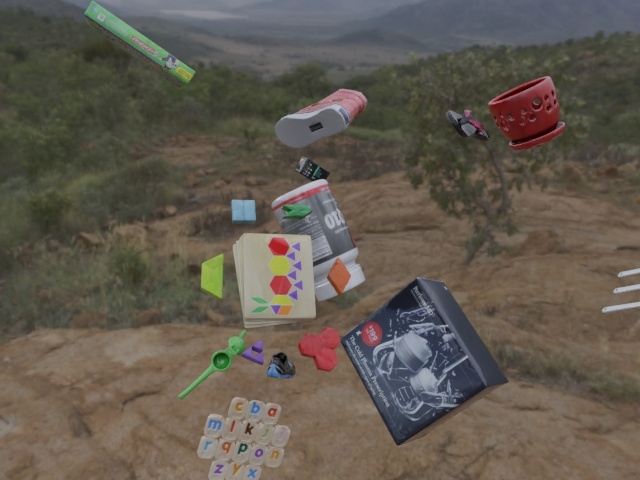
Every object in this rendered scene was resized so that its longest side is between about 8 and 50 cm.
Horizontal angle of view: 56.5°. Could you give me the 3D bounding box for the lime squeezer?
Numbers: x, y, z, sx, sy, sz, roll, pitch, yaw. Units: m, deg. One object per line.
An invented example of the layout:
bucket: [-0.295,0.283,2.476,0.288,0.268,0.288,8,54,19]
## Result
lime squeezer: [-0.275,0.321,1.660,0.109,0.059,0.310,-16,18,36]

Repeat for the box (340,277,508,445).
box: [0.280,0.332,1.667,0.179,0.312,0.343,13,41,-55]

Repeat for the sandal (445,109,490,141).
sandal: [0.317,-0.246,1.247,0.179,0.040,0.067,-2,61,-51]

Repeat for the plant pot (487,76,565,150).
plant pot: [0.618,-0.370,1.778,0.191,0.174,0.191,-23,12,5]

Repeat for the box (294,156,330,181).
box: [-0.025,-0.203,1.756,0.083,0.052,0.062,30,2,-21]

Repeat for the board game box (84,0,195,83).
board game box: [-0.524,-0.559,1.730,0.317,0.046,0.213,32,0,-22]

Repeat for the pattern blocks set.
pattern blocks set: [-0.083,0.075,1.130,0.285,0.325,0.026,10,-24,-11]

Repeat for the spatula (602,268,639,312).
spatula: [0.799,0.111,1.460,0.168,0.019,0.242,-55,8,-22]

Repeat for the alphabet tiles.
alphabet tiles: [-0.243,0.643,1.908,0.284,0.278,0.021,16,2,-22]

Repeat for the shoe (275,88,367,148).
shoe: [0.001,-0.217,1.059,0.178,0.064,0.081,-6,30,47]

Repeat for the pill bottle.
pill bottle: [0.000,0.000,1.541,0.161,0.283,0.161,-24,0,0]

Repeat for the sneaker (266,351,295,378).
sneaker: [-0.116,0.390,1.870,0.067,0.078,0.188,10,-6,14]
